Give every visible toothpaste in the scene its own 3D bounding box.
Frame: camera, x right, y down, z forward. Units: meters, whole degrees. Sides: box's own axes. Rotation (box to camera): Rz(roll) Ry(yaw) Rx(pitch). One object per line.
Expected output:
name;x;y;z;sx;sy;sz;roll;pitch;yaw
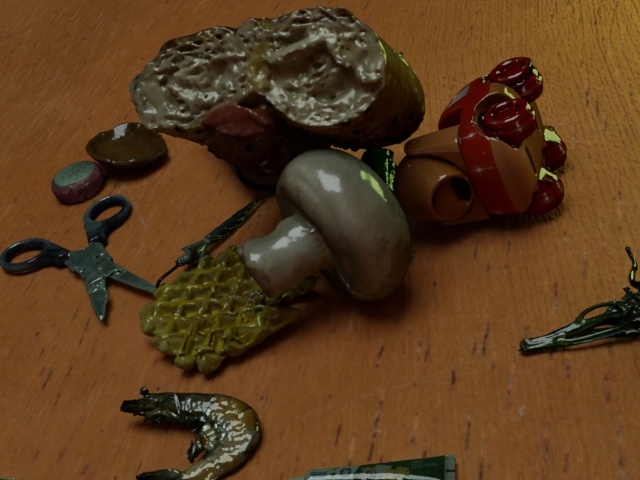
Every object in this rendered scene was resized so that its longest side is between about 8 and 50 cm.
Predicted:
toothpaste;0.057;0.278;1.293;0.204;0.031;0.049;-8;35;13

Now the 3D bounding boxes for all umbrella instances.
umbrella;-0.176;-0.006;1.827;0.044;0.044;0.269;35;56;16

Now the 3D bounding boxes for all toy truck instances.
toy truck;0.236;-0.134;1.685;0.239;0.189;0.265;-13;32;25

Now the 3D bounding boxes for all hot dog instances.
hot dog;-0.032;-0.203;1.653;0.367;0.196;0.365;-6;-2;19

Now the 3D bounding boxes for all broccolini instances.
broccolini;0.343;0.102;1.385;0.201;0.058;0.074;-13;26;6

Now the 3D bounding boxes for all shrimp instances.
shrimp;-0.184;0.254;1.436;0.217;0.051;0.150;6;47;27

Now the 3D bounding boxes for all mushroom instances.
mushroom;0.000;0.000;1.548;0.244;0.243;0.243;-13;33;9

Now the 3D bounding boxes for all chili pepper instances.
chili pepper;0.093;-0.047;1.737;0.059;0.088;0.226;-12;42;15

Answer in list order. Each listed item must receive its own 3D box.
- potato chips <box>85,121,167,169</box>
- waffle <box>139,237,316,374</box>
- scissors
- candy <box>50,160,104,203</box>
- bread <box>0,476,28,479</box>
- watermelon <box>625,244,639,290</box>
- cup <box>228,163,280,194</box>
potato chips;-0.381;-0.177;2.174;0.150;0.049;0.202;-25;29;-26
waffle;-0.138;0.091;1.649;0.261;0.056;0.250;-31;34;-15
scissors;-0.386;0.034;1.879;0.256;0.029;0.383;-30;32;-19
candy;-0.467;-0.112;2.128;0.103;0.043;0.103;-13;35;9
bread;-0.269;0.420;1.216;0.248;0.279;0.315;0;79;28
watermelon;0.482;0.084;1.276;0.232;0.127;0.204;-8;34;14
cup;-0.125;-0.214;1.992;0.203;0.203;0.288;-22;39;-6
